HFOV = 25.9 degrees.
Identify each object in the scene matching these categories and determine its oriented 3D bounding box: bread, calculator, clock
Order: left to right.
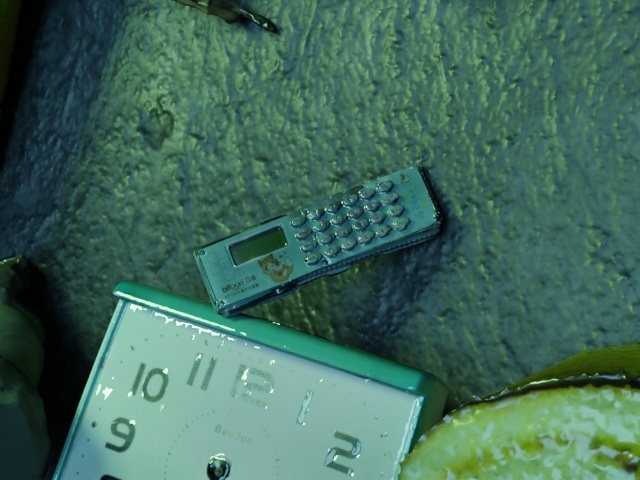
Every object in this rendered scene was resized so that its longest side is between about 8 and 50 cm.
[{"bbox_3d":[-0.055,0.172,0.979,0.262,0.116,0.231,15,82,29],"label":"clock"},{"bbox_3d":[0.000,0.000,0.966,0.172,0.018,0.057,-21,70,-3],"label":"calculator"},{"bbox_3d":[0.182,0.158,0.844,0.257,0.124,0.186,-27,81,25],"label":"bread"}]

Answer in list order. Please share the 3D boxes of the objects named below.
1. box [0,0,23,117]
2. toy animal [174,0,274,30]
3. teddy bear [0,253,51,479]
[{"bbox_3d":[-0.370,-0.225,1.150,0.264,0.116,0.415,25,108,28],"label":"box"},{"bbox_3d":[-0.123,-0.219,1.067,0.219,0.086,0.069,33,107,8],"label":"toy animal"},{"bbox_3d":[-0.280,0.126,1.071,0.144,0.251,0.171,-7,111,-8],"label":"teddy bear"}]
